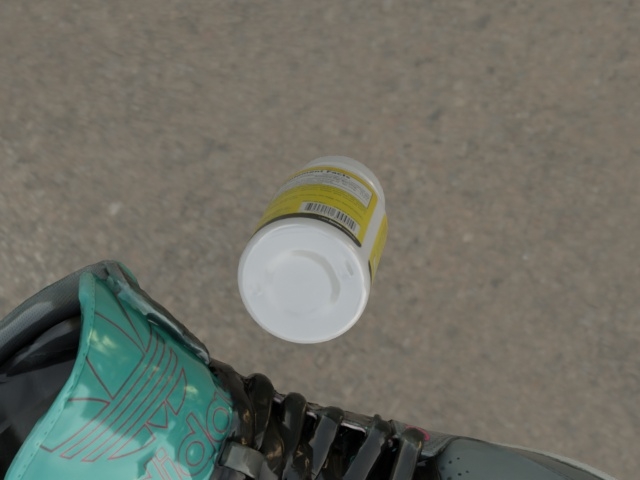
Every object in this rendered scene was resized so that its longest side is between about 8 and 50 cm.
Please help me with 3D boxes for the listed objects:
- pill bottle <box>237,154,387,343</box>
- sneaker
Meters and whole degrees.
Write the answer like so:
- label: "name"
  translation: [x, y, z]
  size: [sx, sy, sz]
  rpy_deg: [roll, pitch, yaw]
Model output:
- label: "pill bottle"
  translation: [0.000, 0.000, 1.243]
  size: [0.119, 0.208, 0.119]
  rpy_deg: [4, 113, 9]
- label: "sneaker"
  translation: [-0.032, 0.086, 0.497]
  size: [0.178, 0.295, 0.124]
  rpy_deg: [57, 38, -50]
